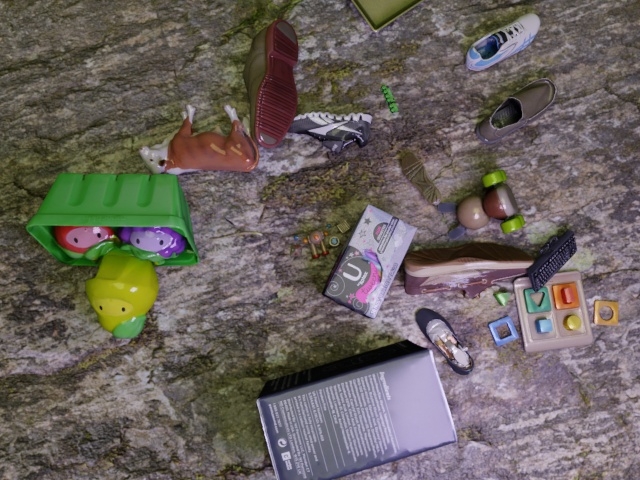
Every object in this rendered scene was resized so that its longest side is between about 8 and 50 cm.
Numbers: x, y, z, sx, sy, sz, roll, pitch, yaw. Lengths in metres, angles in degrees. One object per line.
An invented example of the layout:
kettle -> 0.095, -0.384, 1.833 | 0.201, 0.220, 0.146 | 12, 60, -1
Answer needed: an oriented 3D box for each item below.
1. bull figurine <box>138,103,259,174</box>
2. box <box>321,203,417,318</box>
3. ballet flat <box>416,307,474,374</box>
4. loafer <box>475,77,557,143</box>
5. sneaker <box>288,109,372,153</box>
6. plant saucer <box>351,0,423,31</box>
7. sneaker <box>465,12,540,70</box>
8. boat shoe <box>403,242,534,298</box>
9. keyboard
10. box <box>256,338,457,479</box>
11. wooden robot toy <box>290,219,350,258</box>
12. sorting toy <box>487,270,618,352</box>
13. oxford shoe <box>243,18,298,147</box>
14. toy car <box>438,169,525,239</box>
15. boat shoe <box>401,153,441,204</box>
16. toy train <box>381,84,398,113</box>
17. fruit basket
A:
bull figurine -> -0.309, -0.253, 1.588 | 0.310, 0.101, 0.189 | 3, 82, 0
box -> 0.116, 0.055, 1.529 | 0.142, 0.163, 0.247 | 25, 84, 0
ballet flat -> 0.322, 0.256, 1.559 | 0.074, 0.074, 0.203 | -37, 85, -4
loafer -> 0.530, -0.346, 1.615 | 0.251, 0.087, 0.094 | -38, 86, -4
sneaker -> 0.022, -0.282, 1.607 | 0.234, 0.078, 0.106 | -1, 81, -3
plant saucer -> 0.168, -0.681, 1.668 | 0.188, 0.045, 0.188 | -34, 85, -5
sneaker -> 0.495, -0.537, 1.638 | 0.237, 0.086, 0.085 | -34, 84, -5
boat shoe -> 0.376, 0.087, 1.568 | 0.341, 0.123, 0.123 | -5, 114, -12
keyboard -> 0.593, 0.044, 1.561 | 0.180, 0.023, 0.108 | -40, 120, -21
box -> 0.074, 0.393, 1.429 | 0.395, 0.293, 0.212 | -16, 85, -2
wooden robot toy -> 0.000, 0.000, 1.577 | 0.173, 0.079, 0.076 | -20, 84, -2
sorting toy -> 0.607, 0.183, 1.581 | 0.347, 0.047, 0.196 | -7, 84, -2
oxford shoe -> -0.140, -0.396, 1.598 | 0.123, 0.130, 0.348 | 24, 67, -43
toy car -> 0.409, -0.076, 1.586 | 0.188, 0.149, 0.155 | -22, 87, 24
boat shoe -> 0.267, -0.159, 1.620 | 0.056, 0.048, 0.153 | -39, 79, 8
toy train -> 0.188, -0.382, 1.651 | 0.023, 0.017, 0.083 | -19, 84, -13
fruit basket -> -0.491, 0.041, 1.490 | 0.391, 0.283, 0.392 | 0, 66, -1
